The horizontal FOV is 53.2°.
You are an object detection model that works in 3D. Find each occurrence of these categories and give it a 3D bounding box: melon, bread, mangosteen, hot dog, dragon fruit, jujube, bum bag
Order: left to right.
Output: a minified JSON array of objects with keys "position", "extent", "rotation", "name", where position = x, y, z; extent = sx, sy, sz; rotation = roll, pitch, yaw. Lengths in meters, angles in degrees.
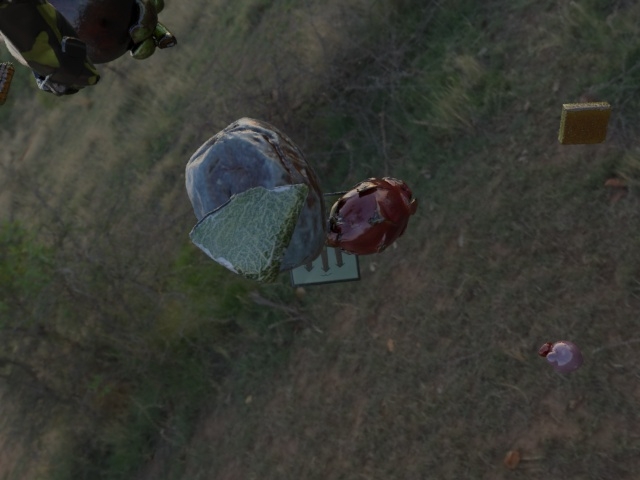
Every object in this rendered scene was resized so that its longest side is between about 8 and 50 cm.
[{"position":[-0.818,-0.398,1.632],"extent":[0.122,0.049,0.037],"rotation":[-71,-17,5],"name":"hot dog"},{"position":[-0.286,-0.209,0.596],"extent":[0.107,0.232,0.060],"rotation":[17,74,20],"name":"bum bag"},{"position":[-0.532,-0.563,1.531],"extent":[0.311,0.311,0.311],"rotation":[-40,34,35],"name":"mangosteen"},{"position":[-0.122,-0.084,1.232],"extent":[0.246,0.215,0.308],"rotation":[-18,86,16],"name":"jujube"},{"position":[-0.089,-0.002,0.957],"extent":[0.202,0.093,0.139],"rotation":[-24,80,21],"name":"melon"},{"position":[0.154,-0.071,1.987],"extent":[0.250,0.315,0.250],"rotation":[23,121,45],"name":"dragon fruit"},{"position":[0.562,-0.250,1.366],"extent":[0.035,0.094,0.090],"rotation":[-84,-10,-52],"name":"bread"}]

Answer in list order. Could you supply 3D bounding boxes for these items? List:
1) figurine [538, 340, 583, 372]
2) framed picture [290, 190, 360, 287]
[{"position":[0.508,0.243,1.339],"extent":[0.071,0.083,0.067],"rotation":[40,125,51],"name":"figurine"},{"position":[0.000,0.000,2.175],"extent":[0.013,0.244,0.324],"rotation":[-81,-16,-70],"name":"framed picture"}]
